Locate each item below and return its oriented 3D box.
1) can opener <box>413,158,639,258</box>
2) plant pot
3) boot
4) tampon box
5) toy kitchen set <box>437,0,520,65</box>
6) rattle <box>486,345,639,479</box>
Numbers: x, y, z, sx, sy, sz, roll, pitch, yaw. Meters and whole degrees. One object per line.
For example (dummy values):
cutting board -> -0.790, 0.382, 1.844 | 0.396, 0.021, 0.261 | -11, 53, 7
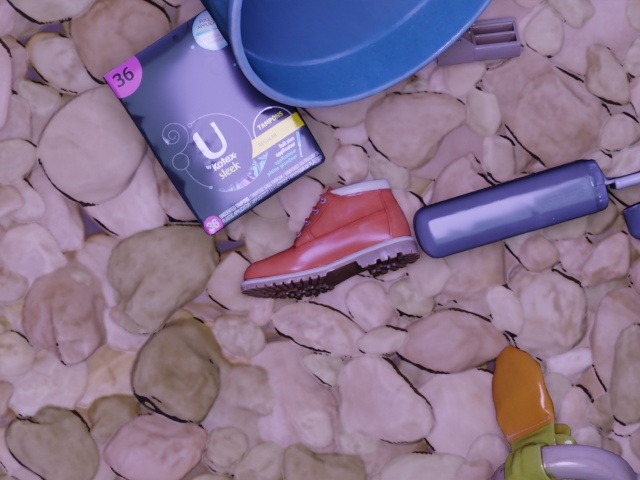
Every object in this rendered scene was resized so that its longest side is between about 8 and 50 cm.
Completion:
can opener -> 0.225, -0.021, 1.458 | 0.283, 0.076, 0.095 | -17, 92, 1
plant pot -> -0.016, -0.289, 1.332 | 0.272, 0.271, 0.255 | -39, 59, 1
boot -> 0.000, 0.000, 1.471 | 0.158, 0.059, 0.084 | -18, 75, 4
tampon box -> -0.087, -0.103, 1.434 | 0.120, 0.101, 0.161 | -34, 93, 0
toy kitchen set -> 0.130, -0.206, 1.453 | 0.075, 0.083, 0.068 | -7, 52, -1
rattle -> 0.241, 0.195, 1.492 | 0.200, 0.142, 0.130 | 12, 125, -16
